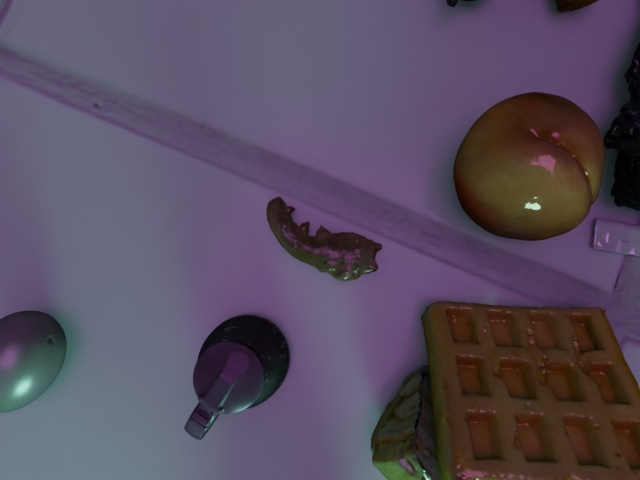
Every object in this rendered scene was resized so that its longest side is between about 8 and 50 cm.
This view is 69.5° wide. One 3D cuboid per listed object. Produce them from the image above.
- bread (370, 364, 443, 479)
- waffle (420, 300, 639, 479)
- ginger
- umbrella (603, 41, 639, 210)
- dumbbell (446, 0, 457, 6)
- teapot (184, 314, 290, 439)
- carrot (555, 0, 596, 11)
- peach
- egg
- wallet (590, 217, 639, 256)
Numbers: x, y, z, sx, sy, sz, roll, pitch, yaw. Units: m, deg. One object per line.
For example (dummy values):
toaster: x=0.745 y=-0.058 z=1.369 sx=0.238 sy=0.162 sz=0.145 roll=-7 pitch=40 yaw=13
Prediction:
bread: x=0.122 y=0.245 z=0.583 sx=0.103 sy=0.156 sz=0.110 roll=41 pitch=129 yaw=0
waffle: x=0.253 y=0.178 z=0.542 sx=0.248 sy=0.055 sz=0.221 roll=3 pitch=48 yaw=-1
ginger: x=-0.003 y=0.002 z=0.623 sx=0.173 sy=0.051 sz=0.069 roll=26 pitch=83 yaw=1
umbrella: x=0.472 y=-0.196 z=0.593 sx=0.154 sy=0.128 sz=0.336 roll=20 pitch=83 yaw=5
dumbbell: x=0.222 y=-0.409 z=0.624 sx=0.099 sy=0.099 sz=0.208 roll=27 pitch=87 yaw=3
teapot: x=-0.114 y=0.161 z=0.565 sx=0.148 sy=0.146 sz=0.116 roll=-27 pitch=86 yaw=-1
carrot: x=0.342 y=-0.417 z=0.631 sx=0.087 sy=0.087 sz=0.193 roll=-19 pitch=86 yaw=0
peach: x=0.251 y=-0.089 z=0.563 sx=0.184 sy=0.184 sz=0.184 roll=0 pitch=86 yaw=1
egg: x=-0.390 y=0.155 z=0.593 sx=0.103 sy=0.103 sz=0.135 roll=29 pitch=88 yaw=3
wallet: x=0.415 y=-0.003 z=0.633 sx=0.083 sy=0.011 sz=0.044 roll=9 pitch=86 yaw=1
